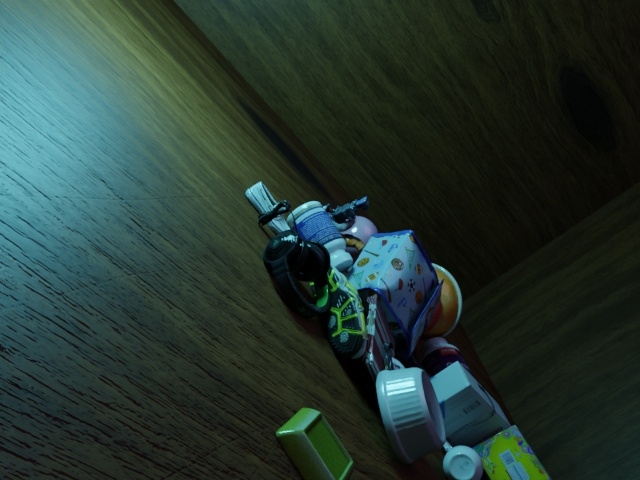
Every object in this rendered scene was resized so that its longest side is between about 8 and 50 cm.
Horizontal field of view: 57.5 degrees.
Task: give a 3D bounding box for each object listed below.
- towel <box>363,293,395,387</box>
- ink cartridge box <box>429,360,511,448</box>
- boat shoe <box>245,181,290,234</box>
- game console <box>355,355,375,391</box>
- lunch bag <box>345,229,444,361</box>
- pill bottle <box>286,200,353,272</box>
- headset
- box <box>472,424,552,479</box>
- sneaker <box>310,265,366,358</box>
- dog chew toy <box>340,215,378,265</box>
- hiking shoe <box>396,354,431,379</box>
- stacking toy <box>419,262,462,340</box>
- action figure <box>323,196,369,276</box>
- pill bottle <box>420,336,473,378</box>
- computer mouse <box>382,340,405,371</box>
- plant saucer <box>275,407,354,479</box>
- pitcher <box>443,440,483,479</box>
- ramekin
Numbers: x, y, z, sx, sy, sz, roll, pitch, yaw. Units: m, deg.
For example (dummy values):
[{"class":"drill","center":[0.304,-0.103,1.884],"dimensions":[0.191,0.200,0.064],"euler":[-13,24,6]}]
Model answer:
[{"class":"towel","center":[0.192,0.361,1.876],"dimensions":[0.329,0.037,0.237],"euler":[-77,148,-57]},{"class":"ink cartridge box","center":[0.501,0.612,2.100],"dimensions":[0.307,0.223,0.129],"euler":[46,14,-28]},{"class":"boat shoe","center":[-0.162,-0.101,2.013],"dimensions":[0.226,0.076,0.083],"euler":[49,14,-16]},{"class":"game console","center":[0.134,0.403,1.857],"dimensions":[0.124,0.085,0.144],"euler":[24,6,15]},{"class":"lunch bag","center":[0.295,0.208,2.169],"dimensions":[0.328,0.239,0.385],"euler":[-52,123,-35]},{"class":"pill bottle","center":[0.000,0.000,2.135],"dimensions":[0.265,0.153,0.153],"euler":[57,14,19]},{"class":"headset","center":[-0.093,0.058,1.810],"dimensions":[0.243,0.185,0.394],"euler":[26,44,-54]},{"class":"box","center":[0.681,0.844,2.047],"dimensions":[0.290,0.177,0.279],"euler":[61,-4,31]},{"class":"sneaker","center":[0.089,0.222,1.854],"dimensions":[0.147,0.145,0.385],"euler":[31,24,-31]},{"class":"dog chew toy","center":[0.195,0.052,2.593],"dimensions":[0.332,0.206,0.206],"euler":[55,11,-28]},{"class":"hiking shoe","center":[0.386,0.521,2.244],"dimensions":[0.114,0.086,0.227],"euler":[29,26,-52]},{"class":"stacking toy","center":[0.350,0.269,2.463],"dimensions":[0.480,0.350,0.350],"euler":[2,50,-51]},{"class":"action figure","center":[0.078,-0.026,2.288],"dimensions":[0.330,0.341,0.178],"euler":[45,49,-10]},{"class":"pill bottle","center":[0.527,0.558,2.418],"dimensions":[0.181,0.181,0.323],"euler":[43,16,-35]},{"class":"computer mouse","center":[0.246,0.411,1.875],"dimensions":[0.193,0.042,0.106],"euler":[58,24,-48]},{"class":"plant saucer","center":[0.003,0.448,1.235],"dimensions":[0.188,0.045,0.188],"euler":[55,13,9]},{"class":"pitcher","center":[0.450,0.720,1.915],"dimensions":[0.178,0.125,0.207],"euler":[43,-2,24]},{"class":"ramekin","center":[0.267,0.493,1.683],"dimensions":[0.273,0.127,0.273],"euler":[-20,90,-76]}]
